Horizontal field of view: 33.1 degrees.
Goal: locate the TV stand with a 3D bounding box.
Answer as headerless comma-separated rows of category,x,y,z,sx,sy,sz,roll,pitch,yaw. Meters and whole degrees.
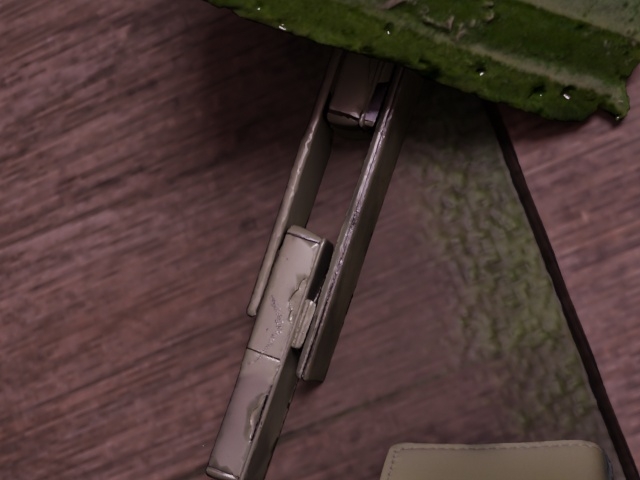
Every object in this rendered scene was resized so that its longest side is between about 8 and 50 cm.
TV stand,0.000,0.000,0.529,0.042,0.036,0.249,17,86,15

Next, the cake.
cake,0.046,-0.134,0.477,0.100,0.235,0.099,-62,32,25

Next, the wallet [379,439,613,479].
wallet,0.064,0.140,0.434,0.110,0.155,0.039,-1,114,14
